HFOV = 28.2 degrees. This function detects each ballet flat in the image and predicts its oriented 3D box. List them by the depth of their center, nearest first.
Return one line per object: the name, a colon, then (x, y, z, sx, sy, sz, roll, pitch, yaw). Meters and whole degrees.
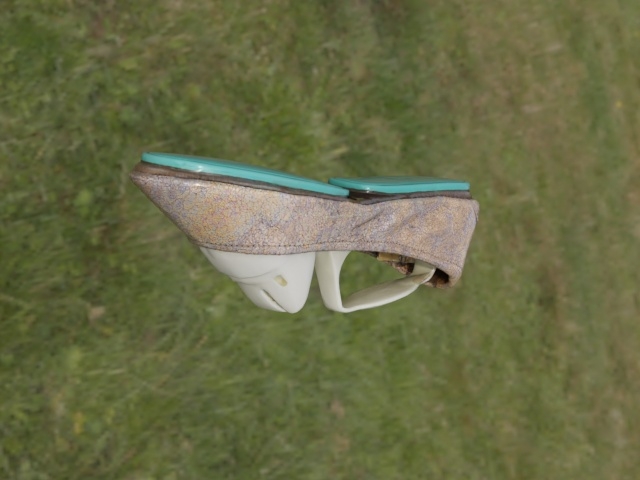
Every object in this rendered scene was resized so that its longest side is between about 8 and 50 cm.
ballet flat: (0.000, 0.000, 0.922, 0.316, 0.108, 0.106, 3, 97, -39)
